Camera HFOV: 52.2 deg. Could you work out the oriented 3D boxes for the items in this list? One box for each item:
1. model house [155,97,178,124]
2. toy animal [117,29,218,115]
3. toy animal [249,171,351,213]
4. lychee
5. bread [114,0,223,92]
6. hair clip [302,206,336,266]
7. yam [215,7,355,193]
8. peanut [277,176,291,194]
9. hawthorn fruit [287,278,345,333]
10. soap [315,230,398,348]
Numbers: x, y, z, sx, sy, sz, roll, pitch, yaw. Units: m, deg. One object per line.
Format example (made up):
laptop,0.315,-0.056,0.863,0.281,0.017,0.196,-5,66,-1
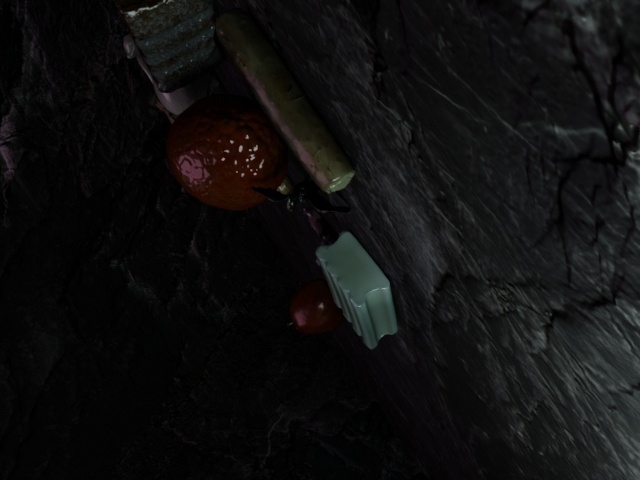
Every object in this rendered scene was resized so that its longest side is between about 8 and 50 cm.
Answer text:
model house,-0.336,-0.329,2.053,0.244,0.169,0.326,42,167,38
toy animal,-0.395,-0.467,1.707,0.289,0.174,0.249,58,174,2
toy animal,-0.030,-0.090,1.218,0.220,0.108,0.062,12,145,26
lychee,-0.196,-0.180,1.362,0.255,0.255,0.300,56,141,5
bread,-0.285,-0.410,1.260,0.113,0.165,0.416,58,174,1
hair clip,0.007,-0.004,1.588,0.146,0.056,0.187,53,163,34
yam,-0.056,-0.211,0.988,0.317,0.071,0.067,56,-151,4
peanut,-0.114,-0.166,1.650,0.113,0.054,0.054,60,173,-5
hawthorn fruit,-0.024,0.228,2.177,0.185,0.202,0.185,58,-179,-2
soap,0.083,0.110,1.380,0.160,0.087,0.265,53,172,29
